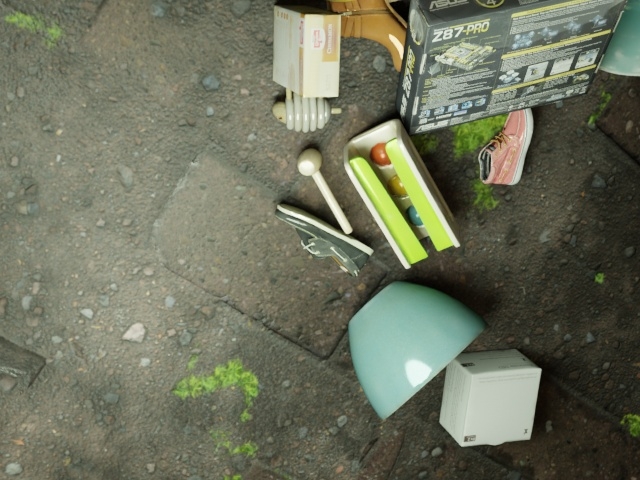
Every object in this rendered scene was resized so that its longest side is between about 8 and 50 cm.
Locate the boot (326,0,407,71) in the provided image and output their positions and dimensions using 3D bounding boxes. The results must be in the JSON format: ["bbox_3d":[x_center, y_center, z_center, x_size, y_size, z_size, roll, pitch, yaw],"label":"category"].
[{"bbox_3d":[0.091,-0.400,1.798,0.152,0.073,0.197,-15,109,-10],"label":"boot"}]

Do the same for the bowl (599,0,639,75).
[{"bbox_3d":[0.632,-0.485,1.868,0.311,0.311,0.163,32,56,-27],"label":"bowl"}]

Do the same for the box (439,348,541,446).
[{"bbox_3d":[0.378,0.350,2.130,0.180,0.119,0.182,-1,109,-21],"label":"box"}]

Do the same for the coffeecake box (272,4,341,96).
[{"bbox_3d":[-0.028,-0.342,1.702,0.068,0.185,0.142,-4,110,-19],"label":"coffeecake box"}]

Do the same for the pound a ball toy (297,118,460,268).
[{"bbox_3d":[0.117,-0.098,1.891,0.208,0.136,0.319,-25,118,17],"label":"pound a ball toy"}]

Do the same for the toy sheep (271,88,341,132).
[{"bbox_3d":[-0.026,-0.247,1.793,0.132,0.091,0.091,-1,109,-1],"label":"toy sheep"}]

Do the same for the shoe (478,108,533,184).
[{"bbox_3d":[0.383,-0.200,1.972,0.081,0.063,0.178,-3,113,-25],"label":"shoe"}]

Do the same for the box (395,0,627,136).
[{"bbox_3d":[0.349,-0.358,1.779,0.394,0.097,0.318,-14,153,-9],"label":"box"}]

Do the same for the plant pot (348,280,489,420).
[{"bbox_3d":[0.170,0.197,1.941,0.290,0.290,0.195,-42,80,-3],"label":"plant pot"}]

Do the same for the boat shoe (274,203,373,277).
[{"bbox_3d":[0.000,0.000,1.888,0.233,0.084,0.079,30,95,-29],"label":"boat shoe"}]
